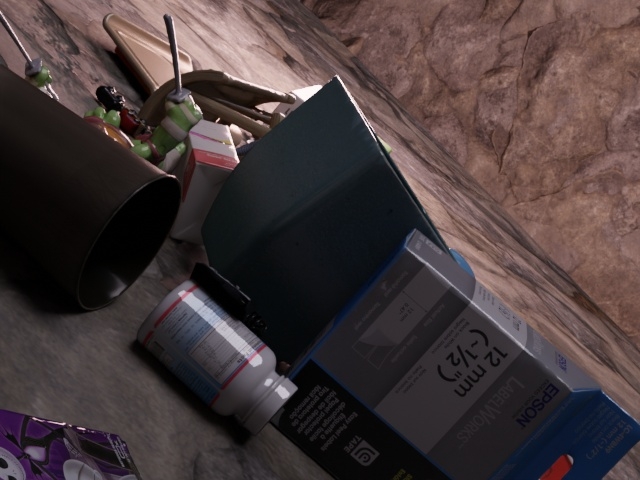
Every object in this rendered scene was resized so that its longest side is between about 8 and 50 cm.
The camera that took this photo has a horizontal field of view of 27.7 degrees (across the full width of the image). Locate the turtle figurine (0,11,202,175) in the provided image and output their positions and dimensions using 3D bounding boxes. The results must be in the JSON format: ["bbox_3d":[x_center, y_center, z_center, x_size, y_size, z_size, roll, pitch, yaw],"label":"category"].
[{"bbox_3d":[-0.240,-0.162,1.531,0.266,0.198,0.275,35,39,-88],"label":"turtle figurine"}]

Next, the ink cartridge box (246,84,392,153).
[{"bbox_3d":[0.004,-0.177,2.423,0.207,0.119,0.353,41,14,1],"label":"ink cartridge box"}]

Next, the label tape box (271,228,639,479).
[{"bbox_3d":[0.148,0.196,1.417,0.347,0.249,0.115,41,14,1],"label":"label tape box"}]

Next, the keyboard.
[{"bbox_3d":[-0.098,0.070,1.400,0.100,0.038,0.192,43,-18,3],"label":"keyboard"}]

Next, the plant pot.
[{"bbox_3d":[0.000,0.000,1.567,0.248,0.252,0.247,55,7,-30],"label":"plant pot"}]

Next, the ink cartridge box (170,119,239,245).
[{"bbox_3d":[-0.160,-0.088,1.717,0.067,0.115,0.198,13,24,-18],"label":"ink cartridge box"}]

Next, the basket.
[{"bbox_3d":[-0.275,-0.063,1.300,0.227,0.154,0.204,38,-20,10],"label":"basket"}]

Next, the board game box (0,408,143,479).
[{"bbox_3d":[-0.156,0.253,0.884,0.208,0.056,0.347,18,26,-47],"label":"board game box"}]

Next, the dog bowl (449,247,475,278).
[{"bbox_3d":[0.097,0.044,1.943,0.297,0.166,0.074,40,26,-6],"label":"dog bowl"}]

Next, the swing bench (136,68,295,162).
[{"bbox_3d":[-0.102,-0.151,1.984,0.254,0.165,0.253,45,15,17],"label":"swing bench"}]

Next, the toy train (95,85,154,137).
[{"bbox_3d":[-0.273,-0.171,1.878,0.158,0.027,0.036,46,18,20],"label":"toy train"}]

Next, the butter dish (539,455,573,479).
[{"bbox_3d":[0.263,0.327,1.618,0.160,0.118,0.160,-4,29,-8],"label":"butter dish"}]

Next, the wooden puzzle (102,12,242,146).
[{"bbox_3d":[-0.254,-0.265,2.193,0.221,0.044,0.239,24,26,-50],"label":"wooden puzzle"}]

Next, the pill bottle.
[{"bbox_3d":[-0.103,0.121,1.324,0.160,0.087,0.087,43,14,5],"label":"pill bottle"}]
